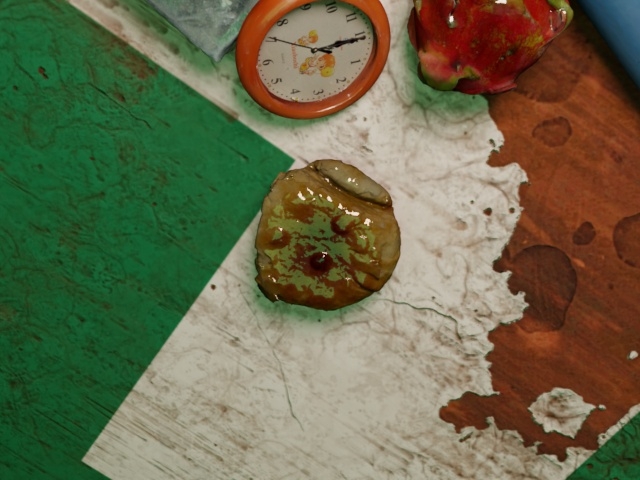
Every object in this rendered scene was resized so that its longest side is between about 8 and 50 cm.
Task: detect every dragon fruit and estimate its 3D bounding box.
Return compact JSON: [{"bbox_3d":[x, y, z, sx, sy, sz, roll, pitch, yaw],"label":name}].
[{"bbox_3d":[0.177,-0.302,0.979,0.200,0.198,0.269,-7,113,58],"label":"dragon fruit"}]

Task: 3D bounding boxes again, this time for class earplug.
[{"bbox_3d":[0.403,-0.261,0.984,0.132,0.132,0.273,-32,108,19],"label":"earplug"}]

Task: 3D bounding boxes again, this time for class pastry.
[{"bbox_3d":[0.000,0.000,1.160,0.229,0.100,0.218,-40,102,19],"label":"pastry"}]

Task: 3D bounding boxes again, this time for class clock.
[{"bbox_3d":[-0.008,-0.244,1.045,0.205,0.051,0.205,-12,138,-12],"label":"clock"}]

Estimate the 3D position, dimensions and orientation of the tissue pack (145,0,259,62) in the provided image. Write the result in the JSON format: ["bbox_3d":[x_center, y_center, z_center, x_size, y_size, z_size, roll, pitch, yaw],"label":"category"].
[{"bbox_3d":[-0.170,-0.410,1.008,0.316,0.103,0.228,40,114,-9],"label":"tissue pack"}]
